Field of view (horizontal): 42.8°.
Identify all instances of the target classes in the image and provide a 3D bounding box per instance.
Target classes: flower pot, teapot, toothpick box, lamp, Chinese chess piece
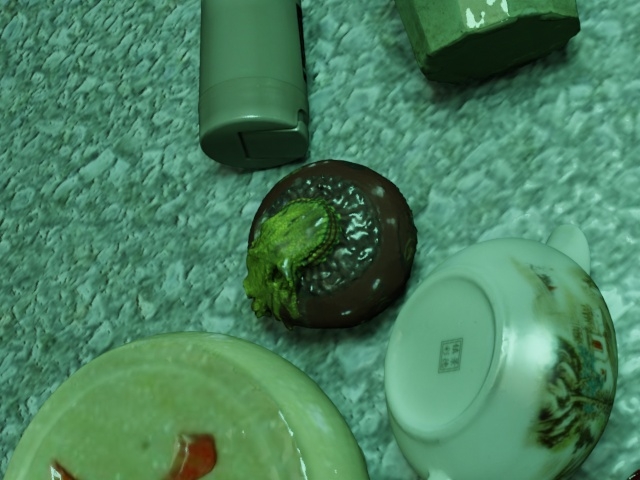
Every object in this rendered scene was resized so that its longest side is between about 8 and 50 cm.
[{"bbox_3d":[0.137,-0.258,0.740,0.212,0.212,0.202,-16,82,19],"label":"flower pot"},{"bbox_3d":[0.139,0.112,0.628,0.204,0.139,0.298,-7,67,56],"label":"teapot"},{"bbox_3d":[-0.069,-0.174,0.833,0.111,0.111,0.180,-11,68,20],"label":"toothpick box"},{"bbox_3d":[0.005,0.001,0.726,0.156,0.135,0.157,2,72,24],"label":"lamp"},{"bbox_3d":[-0.116,0.247,0.695,0.338,0.140,0.337,-8,69,22],"label":"Chinese chess piece"}]

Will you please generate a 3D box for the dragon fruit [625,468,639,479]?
[{"bbox_3d":[0.255,0.178,0.587,0.191,0.094,0.094,-20,65,29],"label":"dragon fruit"}]
